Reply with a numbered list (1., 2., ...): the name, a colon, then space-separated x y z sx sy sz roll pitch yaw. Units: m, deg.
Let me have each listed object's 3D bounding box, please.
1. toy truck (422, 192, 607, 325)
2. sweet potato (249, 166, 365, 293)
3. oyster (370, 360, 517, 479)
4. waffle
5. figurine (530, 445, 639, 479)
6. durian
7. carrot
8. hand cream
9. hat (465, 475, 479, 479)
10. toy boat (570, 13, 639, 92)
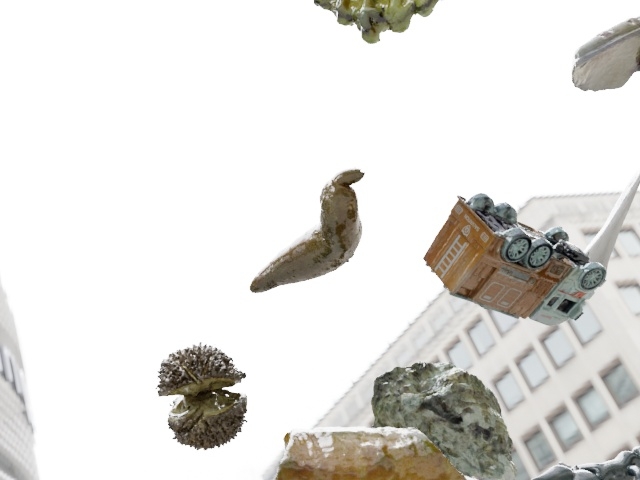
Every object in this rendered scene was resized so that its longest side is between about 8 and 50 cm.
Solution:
1. toy truck: 0.326 0.046 1.624 0.305 0.136 0.162 20 -67 -36
2. sweet potato: 0.004 0.000 1.689 0.124 0.098 0.310 23 -52 -25
3. oyster: 0.220 0.315 1.706 0.268 0.198 0.112 7 3 8
4. waffle: 0.110 -0.485 1.624 0.297 0.317 0.073 -43 -33 9
5. figurine: 0.571 0.516 1.959 0.265 0.193 0.140 -23 -13 -6
6. durian: -0.214 0.269 1.689 0.167 0.196 0.196 3 -42 -23
7. carrot: 0.083 0.405 1.493 0.341 0.241 0.241 5 -40 -10
8. hand cream: 0.681 -0.041 2.248 0.335 0.076 0.121 -65 -9 10
9. hat: 0.219 0.491 1.959 0.336 0.238 0.208 6 -45 -7
10. toy boat: 0.631 -0.397 2.003 0.294 0.111 0.276 -28 -20 2
